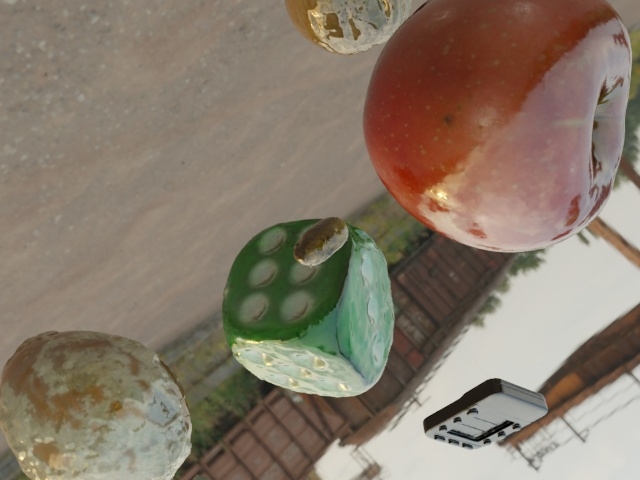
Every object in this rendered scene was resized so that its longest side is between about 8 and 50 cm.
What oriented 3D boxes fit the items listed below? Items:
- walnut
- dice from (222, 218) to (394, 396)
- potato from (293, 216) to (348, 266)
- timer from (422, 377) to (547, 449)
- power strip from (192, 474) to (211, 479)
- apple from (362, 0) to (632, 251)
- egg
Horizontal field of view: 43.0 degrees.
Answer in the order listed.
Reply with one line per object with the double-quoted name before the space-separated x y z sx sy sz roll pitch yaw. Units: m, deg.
"walnut" 0.060 -0.572 1.778 0.333 0.333 0.333 -42 174 -5
"dice" -0.017 0.144 1.712 0.300 0.287 0.297 54 42 -50
"potato" 0.000 0.000 1.025 0.083 0.051 0.040 -44 141 -28
"timer" 0.281 0.301 1.412 0.187 0.144 0.055 -40 -139 35
"power strip" -0.172 0.377 1.072 0.227 0.029 0.080 104 12 -52
"apple" 0.164 -0.120 0.752 0.260 0.217 0.260 -33 131 -50
"egg" -0.257 0.200 0.930 0.195 0.233 0.195 -54 174 -9
